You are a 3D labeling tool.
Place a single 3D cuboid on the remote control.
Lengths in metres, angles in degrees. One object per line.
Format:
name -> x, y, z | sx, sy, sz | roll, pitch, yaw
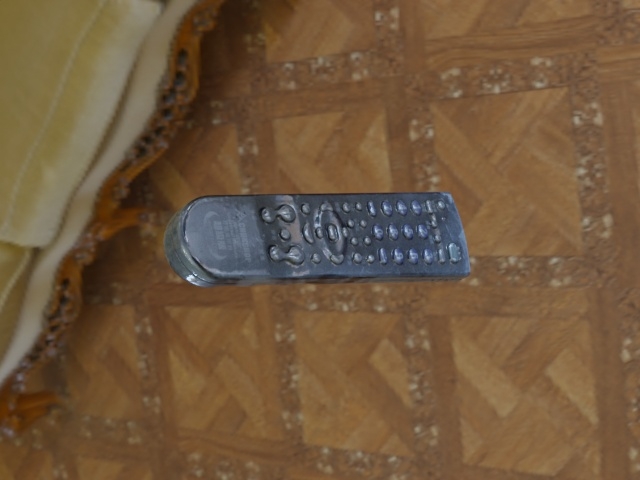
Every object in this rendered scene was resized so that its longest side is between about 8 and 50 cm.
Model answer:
remote control -> 0.001, -0.001, 0.527 | 0.027, 0.153, 0.043 | -42, 56, 50
